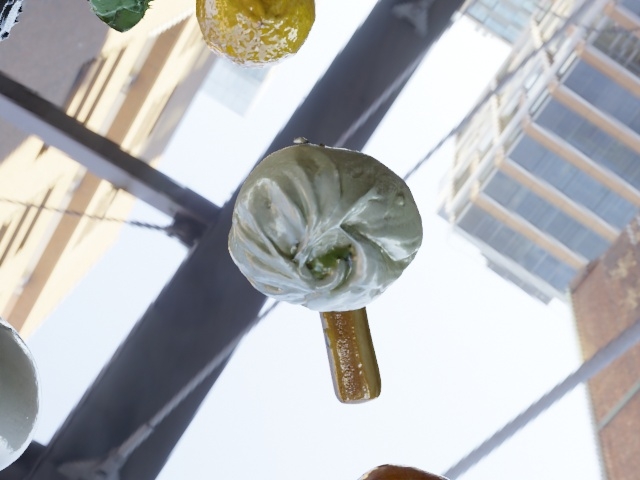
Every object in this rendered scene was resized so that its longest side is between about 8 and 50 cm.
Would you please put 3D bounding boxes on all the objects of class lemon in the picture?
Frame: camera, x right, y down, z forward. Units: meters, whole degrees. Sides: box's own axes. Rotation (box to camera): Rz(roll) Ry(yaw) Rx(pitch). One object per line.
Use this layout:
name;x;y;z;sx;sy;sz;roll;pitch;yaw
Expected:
lemon;-0.077;-0.272;1.132;0.142;0.142;0.187;25;-174;-21

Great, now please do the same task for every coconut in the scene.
coconut;-0.292;-0.381;1.383;0.133;0.158;0.055;-20;-145;-13

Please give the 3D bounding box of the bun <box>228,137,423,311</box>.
bun;0.000;0.000;1.253;0.259;0.259;0.160;25;-143;-20

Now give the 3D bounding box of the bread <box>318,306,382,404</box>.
bread;0.055;0.184;1.808;0.074;0.092;0.239;-24;-76;-72

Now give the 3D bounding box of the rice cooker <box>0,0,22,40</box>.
rice cooker;-0.564;-0.394;1.598;0.118;0.142;0.203;22;-168;-12

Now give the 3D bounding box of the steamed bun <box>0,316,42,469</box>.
steamed bun;-0.623;0.259;1.710;0.324;0.206;0.324;61;-169;-22

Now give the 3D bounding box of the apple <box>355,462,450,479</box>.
apple;0.110;0.385;1.253;0.209;0.164;0.209;0;-140;0
